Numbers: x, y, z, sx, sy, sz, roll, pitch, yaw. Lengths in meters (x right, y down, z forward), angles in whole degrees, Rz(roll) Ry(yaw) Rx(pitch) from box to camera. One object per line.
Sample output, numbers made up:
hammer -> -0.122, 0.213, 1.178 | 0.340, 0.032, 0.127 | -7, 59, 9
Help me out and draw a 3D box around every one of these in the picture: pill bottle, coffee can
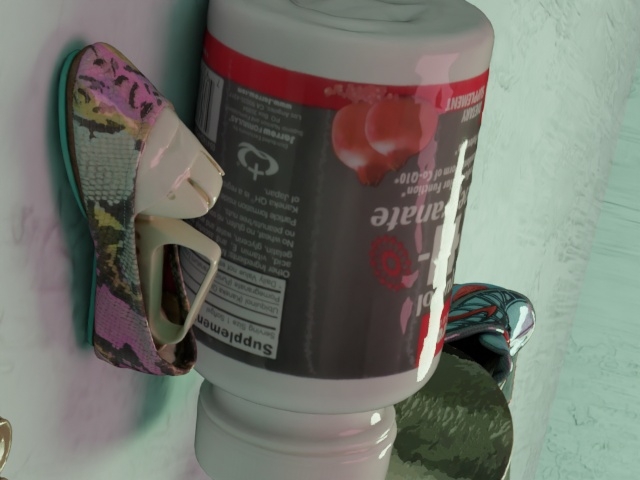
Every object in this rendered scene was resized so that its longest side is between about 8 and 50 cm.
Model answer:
pill bottle -> 0.000, 0.000, 1.185 | 0.176, 0.176, 0.318 | -45, 146, -63
coffee can -> 0.059, 0.239, 1.580 | 0.275, 0.202, 0.201 | 86, 23, -50

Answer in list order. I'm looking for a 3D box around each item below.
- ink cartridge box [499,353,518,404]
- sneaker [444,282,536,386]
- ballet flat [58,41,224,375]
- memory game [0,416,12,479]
ink cartridge box -> 0.173, 0.320, 2.095 | 0.308, 0.091, 0.385 | -51, 165, -77
sneaker -> 0.137, 0.113, 1.756 | 0.262, 0.125, 0.104 | -21, 113, -46
ballet flat -> -0.092, -0.011, 1.024 | 0.077, 0.079, 0.221 | -60, 158, -45
memory game -> -0.197, 0.157, 0.920 | 0.186, 0.012, 0.186 | 15, 90, -76
